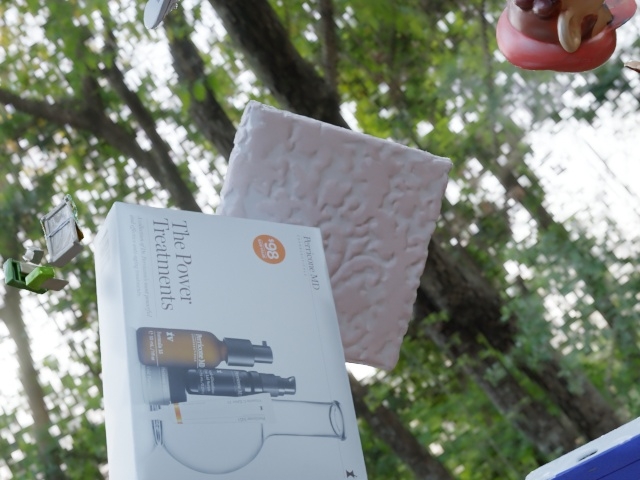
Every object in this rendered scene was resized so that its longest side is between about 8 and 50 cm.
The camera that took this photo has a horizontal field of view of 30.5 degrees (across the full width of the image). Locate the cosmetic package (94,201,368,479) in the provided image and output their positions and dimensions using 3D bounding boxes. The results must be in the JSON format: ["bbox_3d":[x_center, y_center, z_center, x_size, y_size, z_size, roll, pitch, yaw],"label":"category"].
[{"bbox_3d":[-0.114,0.144,1.417,0.285,0.377,0.097,8,-37,-28],"label":"cosmetic package"}]

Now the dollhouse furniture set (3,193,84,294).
[{"bbox_3d":[-0.333,0.016,1.485,0.152,0.076,0.059,-37,-35,29],"label":"dollhouse furniture set"}]

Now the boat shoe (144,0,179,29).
[{"bbox_3d":[-0.205,-0.321,1.575,0.035,0.035,0.100,-6,-33,-37],"label":"boat shoe"}]

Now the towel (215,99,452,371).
[{"bbox_3d":[0.000,0.000,1.658,0.317,0.053,0.331,14,-82,-16],"label":"towel"}]

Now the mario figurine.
[{"bbox_3d":[0.230,-0.294,1.093,0.320,0.170,0.198,56,-134,-47],"label":"mario figurine"}]

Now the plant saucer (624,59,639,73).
[{"bbox_3d":[0.511,-0.261,1.816,0.083,0.083,0.013,8,-71,-59],"label":"plant saucer"}]

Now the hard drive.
[{"bbox_3d":[0.447,0.378,1.515,0.210,0.319,0.040,-37,14,35],"label":"hard drive"}]
